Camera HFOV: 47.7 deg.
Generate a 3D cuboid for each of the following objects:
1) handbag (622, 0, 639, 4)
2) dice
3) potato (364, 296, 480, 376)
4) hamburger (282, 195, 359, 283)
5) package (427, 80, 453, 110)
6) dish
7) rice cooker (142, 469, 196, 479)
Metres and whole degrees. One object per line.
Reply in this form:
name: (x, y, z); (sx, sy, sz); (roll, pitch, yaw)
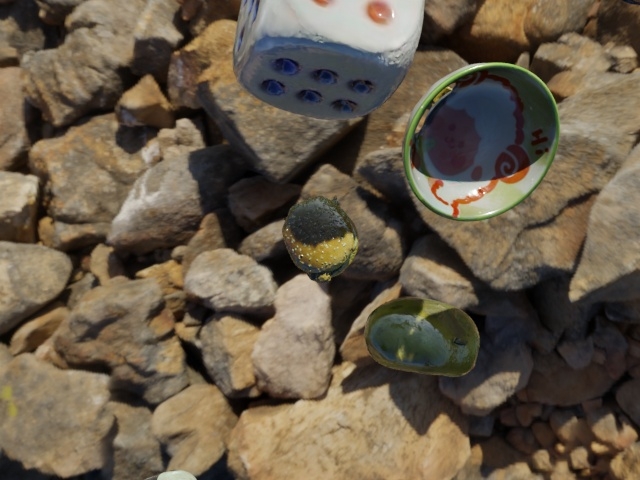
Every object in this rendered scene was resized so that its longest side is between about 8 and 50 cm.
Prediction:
handbag: (0.446, -0.342, 0.842); (0.203, 0.216, 0.074); (19, 87, 31)
dice: (0.006, -0.272, 0.888); (0.193, 0.194, 0.192); (11, 71, -20)
potato: (0.198, 0.187, 1.409); (0.228, 0.197, 0.149); (13, 105, 1)
hamburger: (0.000, 0.000, 1.858); (0.189, 0.122, 0.215); (-23, 78, 14)
package: (0.290, -0.351, 1.785); (0.047, 0.131, 0.071); (44, 115, 27)
dish: (0.301, -0.207, 1.448); (0.324, 0.124, 0.324); (-6, 118, -12)
rice cooker: (-0.268, 0.506, 1.183); (0.244, 0.226, 0.226); (-24, 91, 20)
